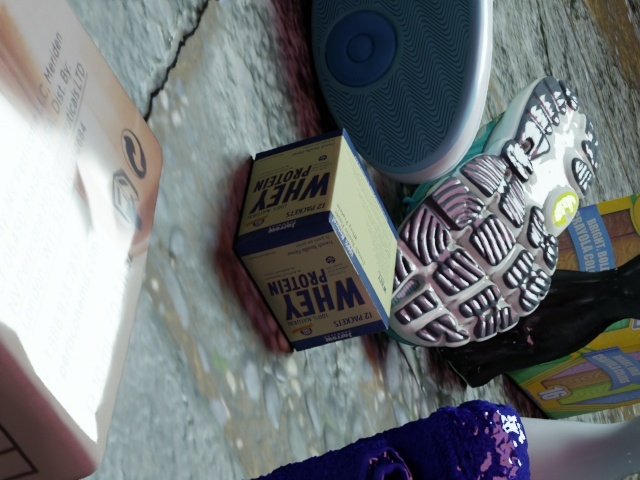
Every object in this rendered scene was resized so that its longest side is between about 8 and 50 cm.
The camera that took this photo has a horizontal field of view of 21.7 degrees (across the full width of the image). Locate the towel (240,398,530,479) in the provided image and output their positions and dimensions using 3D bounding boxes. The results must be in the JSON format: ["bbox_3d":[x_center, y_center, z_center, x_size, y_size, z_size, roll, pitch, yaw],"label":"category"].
[{"bbox_3d":[0.029,0.230,0.649,0.076,0.227,0.308,-4,76,-32],"label":"towel"}]

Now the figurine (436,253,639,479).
[{"bbox_3d":[0.182,0.092,1.115,0.215,0.209,0.092,-86,153,-42],"label":"figurine"}]

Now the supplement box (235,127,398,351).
[{"bbox_3d":[0.000,0.000,0.918,0.083,0.056,0.083,-81,149,-50],"label":"supplement box"}]

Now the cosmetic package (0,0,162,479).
[{"bbox_3d":[-0.172,-0.067,0.369,0.129,0.153,0.296,-85,154,-48],"label":"cosmetic package"}]

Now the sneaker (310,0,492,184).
[{"bbox_3d":[0.079,-0.167,1.158,0.208,0.127,0.319,33,46,-60],"label":"sneaker"}]

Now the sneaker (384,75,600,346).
[{"bbox_3d":[0.104,-0.009,1.139,0.107,0.110,0.275,55,41,-10],"label":"sneaker"}]

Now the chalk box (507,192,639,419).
[{"bbox_3d":[0.261,0.048,1.355,0.132,0.213,0.132,44,36,-55],"label":"chalk box"}]
